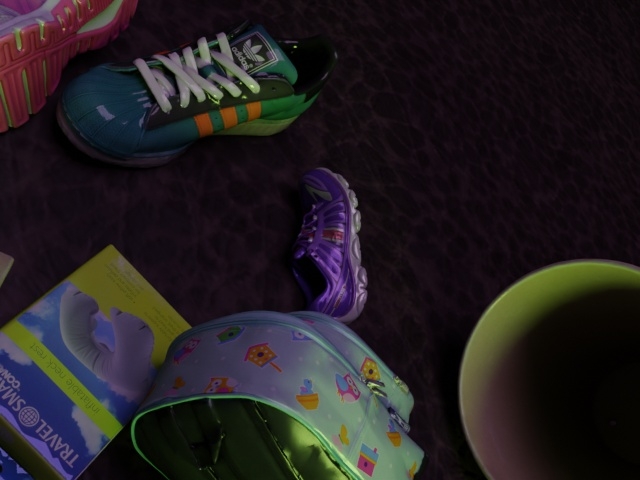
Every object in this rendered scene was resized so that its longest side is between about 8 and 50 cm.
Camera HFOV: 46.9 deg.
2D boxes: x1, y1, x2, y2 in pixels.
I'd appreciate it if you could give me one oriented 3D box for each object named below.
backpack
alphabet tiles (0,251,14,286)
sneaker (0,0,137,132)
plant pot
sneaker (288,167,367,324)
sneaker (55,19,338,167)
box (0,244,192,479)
[{"bbox_3d":[-0.030,0.131,0.519,0.188,0.166,0.144,47,41,-31],"label":"backpack"},{"bbox_3d":[-0.343,0.030,0.390,0.285,0.011,0.342,27,39,-18],"label":"alphabet tiles"},{"bbox_3d":[-0.257,-0.183,0.608,0.111,0.103,0.252,30,48,2],"label":"sneaker"},{"bbox_3d":[0.323,0.175,0.800,0.274,0.256,0.256,24,47,-51],"label":"plant pot"},{"bbox_3d":[0.000,0.000,0.735,0.071,0.068,0.170,8,58,-32],"label":"sneaker"},{"bbox_3d":[-0.103,-0.155,0.704,0.302,0.121,0.108,-24,80,-48],"label":"sneaker"},{"bbox_3d":[-0.177,0.092,0.525,0.109,0.042,0.178,47,41,-6],"label":"box"}]
